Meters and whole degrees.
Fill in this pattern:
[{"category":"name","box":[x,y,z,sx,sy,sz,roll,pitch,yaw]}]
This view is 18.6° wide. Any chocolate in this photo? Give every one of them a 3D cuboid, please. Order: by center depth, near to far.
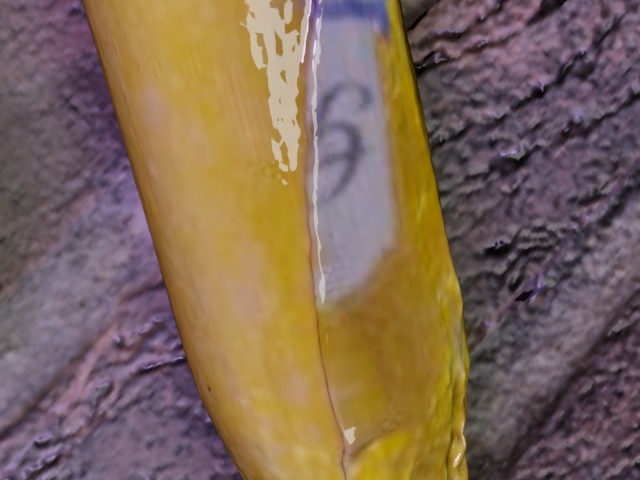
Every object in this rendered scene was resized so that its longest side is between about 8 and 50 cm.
[{"category":"chocolate","box":[0.000,0.000,0.957,0.162,0.162,0.445,-17,100,-18]}]
